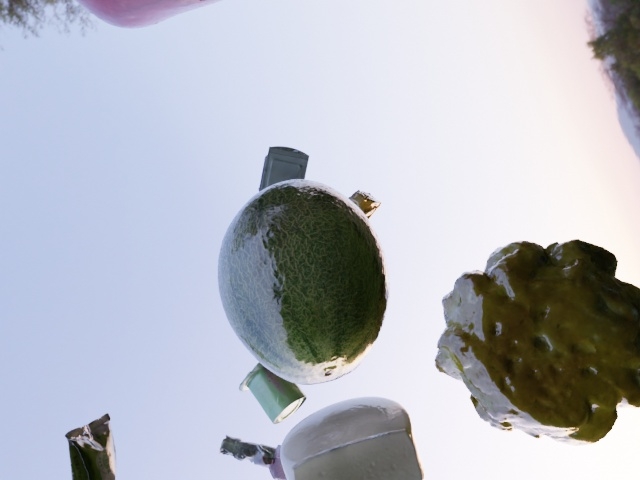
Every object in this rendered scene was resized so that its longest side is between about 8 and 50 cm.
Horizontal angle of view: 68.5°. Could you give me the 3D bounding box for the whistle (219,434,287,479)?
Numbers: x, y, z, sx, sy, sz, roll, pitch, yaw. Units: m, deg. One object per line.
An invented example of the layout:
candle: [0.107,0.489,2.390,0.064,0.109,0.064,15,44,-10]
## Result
whistle: [-0.139,0.677,1.440,0.142,0.346,0.134,82,-158,-69]

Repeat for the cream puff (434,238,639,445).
cream puff: [0.259,0.113,0.564,0.244,0.196,0.244,5,-117,-9]

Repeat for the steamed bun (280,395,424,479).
steamed bun: [0.054,0.386,0.861,0.164,0.241,0.146,-128,23,-79]

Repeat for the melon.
melon: [-0.015,0.024,0.392,0.139,0.139,0.192,32,-151,-40]

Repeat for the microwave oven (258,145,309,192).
microwave oven: [-0.109,-0.190,1.370,0.208,0.122,0.162,-112,35,-80]

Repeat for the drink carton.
drink carton: [-0.126,0.425,1.325,0.142,0.144,0.146,48,-158,24]

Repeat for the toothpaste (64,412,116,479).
toothpaste: [-0.229,0.318,0.500,0.078,0.047,0.248,27,-129,-81]

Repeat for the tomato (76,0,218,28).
tomato: [-0.218,-0.440,0.612,0.293,0.325,0.290,69,-158,-46]

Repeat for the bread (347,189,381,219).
bread: [0.050,-0.037,1.179,0.088,0.232,0.128,52,-156,5]
